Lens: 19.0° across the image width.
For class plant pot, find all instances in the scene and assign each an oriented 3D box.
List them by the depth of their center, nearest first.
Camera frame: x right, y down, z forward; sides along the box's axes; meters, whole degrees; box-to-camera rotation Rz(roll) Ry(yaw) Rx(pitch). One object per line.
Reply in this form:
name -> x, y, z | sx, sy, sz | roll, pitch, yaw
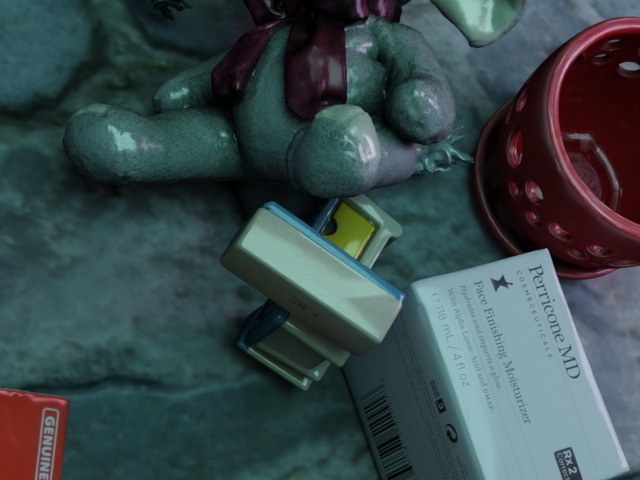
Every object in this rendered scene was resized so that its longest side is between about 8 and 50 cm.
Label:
plant pot -> 0.231, -0.063, 1.552 | 0.191, 0.174, 0.191 | 6, 70, -18

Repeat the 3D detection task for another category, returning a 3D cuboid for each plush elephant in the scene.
plush elephant -> 0.006, -0.172, 1.448 | 0.330, 0.272, 0.255 | -7, 99, -49

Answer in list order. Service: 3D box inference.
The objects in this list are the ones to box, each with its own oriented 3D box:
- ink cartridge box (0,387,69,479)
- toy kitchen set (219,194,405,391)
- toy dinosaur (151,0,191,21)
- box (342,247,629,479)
ink cartridge box -> -0.268, 0.222, 1.271 | 0.239, 0.060, 0.275 | 13, 77, -38
toy kitchen set -> 0.000, 0.000, 1.425 | 0.122, 0.207, 0.166 | 35, 67, -7
toy dinosaur -> -0.160, -0.243, 1.531 | 0.268, 0.064, 0.118 | 1, 57, -21
box -> 0.116, 0.123, 1.444 | 0.119, 0.182, 0.181 | -15, 78, -23
